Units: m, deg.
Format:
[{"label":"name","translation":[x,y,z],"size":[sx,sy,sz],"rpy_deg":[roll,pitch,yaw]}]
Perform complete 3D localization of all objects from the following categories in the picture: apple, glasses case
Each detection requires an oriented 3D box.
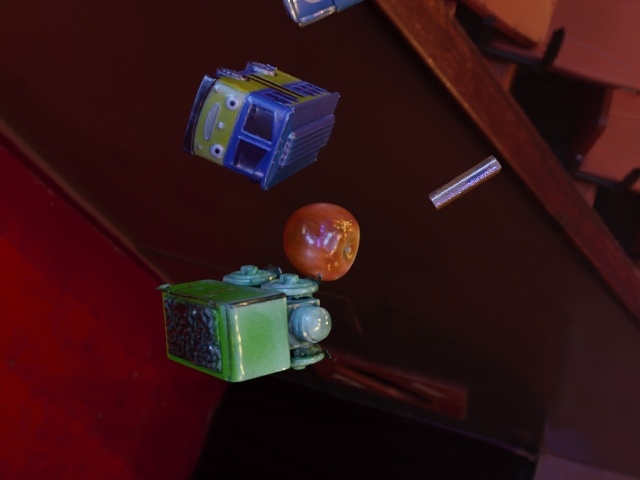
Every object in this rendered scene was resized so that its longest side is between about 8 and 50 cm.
[{"label":"apple","translation":[0.000,0.000,1.528],"size":[0.163,0.139,0.163],"rpy_deg":[-43,141,-49]},{"label":"glasses case","translation":[0.326,-0.131,1.700],"size":[0.170,0.041,0.064],"rpy_deg":[-33,171,7]}]

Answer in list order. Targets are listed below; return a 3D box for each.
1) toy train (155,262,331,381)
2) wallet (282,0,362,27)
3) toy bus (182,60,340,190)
[{"label":"toy train","translation":[-0.106,0.110,1.023],"size":[0.188,0.243,0.132],"rpy_deg":[-8,97,-36]},{"label":"wallet","translation":[0.024,-0.427,1.154],"size":[0.059,0.202,0.141],"rpy_deg":[48,-19,59]},{"label":"toy bus","translation":[-0.090,-0.196,1.233],"size":[0.138,0.175,0.287],"rpy_deg":[-68,171,21]}]
